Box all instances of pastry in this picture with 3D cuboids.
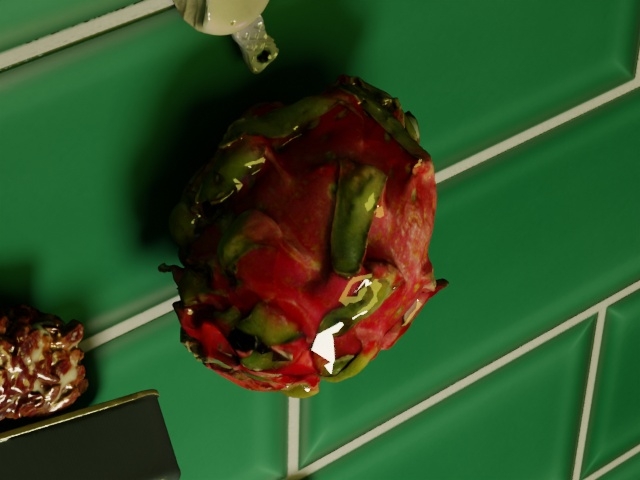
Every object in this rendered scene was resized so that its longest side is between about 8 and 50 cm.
[{"bbox_3d":[-0.296,0.109,1.500,0.208,0.097,0.115,3,107,-45],"label":"pastry"}]

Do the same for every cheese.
[{"bbox_3d":[-0.078,-0.205,1.506,0.092,0.047,0.171,-28,137,-27],"label":"cheese"}]

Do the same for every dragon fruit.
[{"bbox_3d":[-0.011,-0.005,1.599,0.302,0.237,0.231,-67,163,2],"label":"dragon fruit"}]

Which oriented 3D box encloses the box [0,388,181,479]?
[{"bbox_3d":[-0.235,0.213,1.578,0.201,0.090,0.144,-14,166,-30],"label":"box"}]
